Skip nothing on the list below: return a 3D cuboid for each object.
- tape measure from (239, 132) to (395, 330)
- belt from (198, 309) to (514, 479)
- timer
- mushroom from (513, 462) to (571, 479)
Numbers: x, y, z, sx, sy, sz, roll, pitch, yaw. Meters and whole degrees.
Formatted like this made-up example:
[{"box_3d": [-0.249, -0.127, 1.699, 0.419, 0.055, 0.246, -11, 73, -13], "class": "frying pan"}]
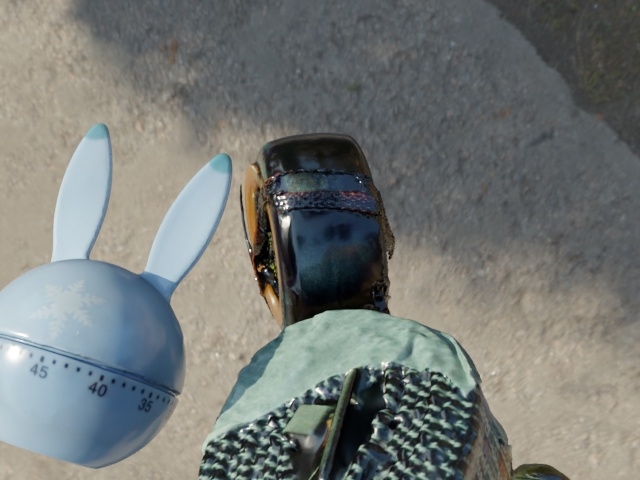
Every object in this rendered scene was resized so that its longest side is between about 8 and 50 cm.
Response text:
[{"box_3d": [0.000, 0.000, 0.876, 0.135, 0.223, 0.202, -8, 76, -9], "class": "tape measure"}, {"box_3d": [0.026, 0.171, 0.651, 0.207, 0.150, 0.257, -4, 39, 21], "class": "belt"}, {"box_3d": [-0.167, 0.056, 0.707, 0.175, 0.175, 0.255, 17, 51, 4], "class": "timer"}, {"box_3d": [0.110, 0.330, 0.819, 0.333, 0.087, 0.107, -35, 111, -14], "class": "mushroom"}]
